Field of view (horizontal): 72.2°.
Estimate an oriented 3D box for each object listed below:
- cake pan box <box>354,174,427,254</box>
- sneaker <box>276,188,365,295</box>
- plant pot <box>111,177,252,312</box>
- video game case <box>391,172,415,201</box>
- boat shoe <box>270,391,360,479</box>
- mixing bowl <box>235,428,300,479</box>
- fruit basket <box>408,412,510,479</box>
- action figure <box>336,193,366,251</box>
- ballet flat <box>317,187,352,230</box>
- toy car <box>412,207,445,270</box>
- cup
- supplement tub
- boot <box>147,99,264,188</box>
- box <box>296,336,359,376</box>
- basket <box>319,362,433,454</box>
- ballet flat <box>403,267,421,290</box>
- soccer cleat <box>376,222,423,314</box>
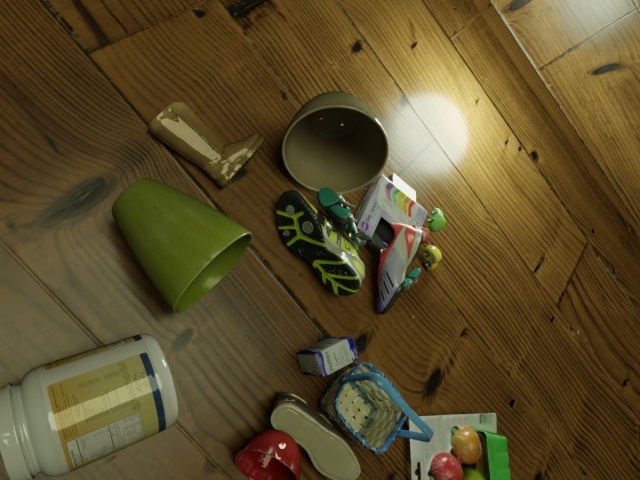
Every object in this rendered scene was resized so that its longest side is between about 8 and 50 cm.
[{"bbox_3d":[0.248,-0.066,1.596,0.246,0.070,0.266,36,62,-15],"label":"cake pan box"},{"bbox_3d":[0.000,0.000,1.414,0.384,0.145,0.147,55,30,-6],"label":"sneaker"},{"bbox_3d":[-0.375,-0.016,1.125,0.293,0.275,0.275,43,59,4],"label":"plant pot"},{"bbox_3d":[0.319,-0.198,1.684,0.122,0.011,0.087,36,37,-17],"label":"video game case"},{"bbox_3d":[-0.011,0.558,1.252,0.324,0.096,0.116,44,96,-11],"label":"boat shoe"},{"bbox_3d":[-0.123,0.571,1.163,0.181,0.181,0.098,47,37,-11],"label":"mixing bowl"},{"bbox_3d":[0.453,0.755,1.470,0.353,0.165,0.326,3,74,-14],"label":"fruit basket"},{"bbox_3d":[0.089,-0.081,1.462,0.064,0.137,0.232,-19,50,-5],"label":"action figure"},{"bbox_3d":[0.041,-0.095,1.393,0.074,0.074,0.203,6,30,-29],"label":"ballet flat"},{"bbox_3d":[0.423,-0.031,1.643,0.239,0.053,0.225,53,54,-39],"label":"toy car"},{"bbox_3d":[0.046,-0.351,1.439,0.331,0.331,0.237,24,41,-23],"label":"cup"},{"bbox_3d":[-0.498,0.355,0.951,0.316,0.228,0.228,-15,85,-32],"label":"supplement tub"},{"bbox_3d":[-0.329,-0.320,1.315,0.269,0.089,0.236,42,60,-13],"label":"boot"},{"bbox_3d":[0.020,0.346,1.316,0.137,0.126,0.072,-18,88,-33],"label":"box"},{"bbox_3d":[0.149,0.474,1.259,0.254,0.289,0.201,51,58,-11],"label":"basket"},{"bbox_3d":[0.333,0.147,1.610,0.114,0.041,0.041,-41,99,-31],"label":"ballet flat"},{"bbox_3d":[0.239,0.095,1.491,0.116,0.108,0.318,21,98,1],"label":"soccer cleat"}]
